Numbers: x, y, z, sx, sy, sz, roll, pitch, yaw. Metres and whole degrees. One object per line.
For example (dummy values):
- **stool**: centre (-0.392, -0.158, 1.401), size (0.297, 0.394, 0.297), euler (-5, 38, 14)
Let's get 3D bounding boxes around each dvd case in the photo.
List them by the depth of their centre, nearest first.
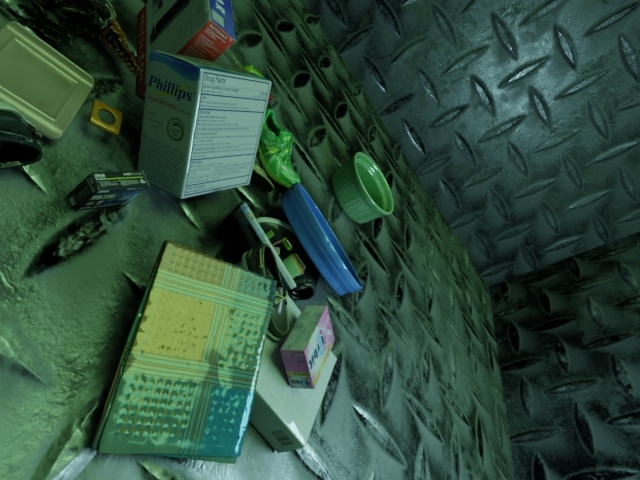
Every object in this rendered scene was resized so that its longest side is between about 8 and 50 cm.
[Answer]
- **dvd case**: centre (-0.159, 0.021, 1.118), size (0.022, 0.180, 0.253), euler (-33, 96, -19)

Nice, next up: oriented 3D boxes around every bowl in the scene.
- **bowl**: centre (0.000, 0.000, 1.323), size (0.391, 0.077, 0.391), euler (58, 5, -8)

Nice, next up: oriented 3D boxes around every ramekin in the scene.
- **ramekin**: centre (0.182, -0.222, 1.864), size (0.303, 0.148, 0.304), euler (38, 37, -36)

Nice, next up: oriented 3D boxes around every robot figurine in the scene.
- **robot figurine**: centre (-0.255, -0.604, 1.568), size (0.115, 0.067, 0.101), euler (23, 59, -48)

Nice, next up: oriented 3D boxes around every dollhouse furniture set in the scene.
- **dollhouse furniture set**: centre (-0.105, 0.043, 1.154), size (0.152, 0.076, 0.058), euler (56, -8, -4)

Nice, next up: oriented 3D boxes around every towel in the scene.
- **towel**: centre (-0.231, 0.212, 0.804), size (0.271, 0.040, 0.371), euler (26, 62, -32)

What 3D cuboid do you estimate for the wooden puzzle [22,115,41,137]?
- **wooden puzzle**: centre (-0.559, -0.218, 0.778), size (0.083, 0.049, 0.006), euler (40, 50, -35)

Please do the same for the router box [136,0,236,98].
- **router box**: centre (-0.369, -0.573, 1.121), size (0.082, 0.301, 0.336), euler (24, 46, -49)

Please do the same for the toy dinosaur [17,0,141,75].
- **toy dinosaur**: centre (-0.547, -0.544, 0.984), size (0.321, 0.164, 0.218), euler (30, 21, -12)

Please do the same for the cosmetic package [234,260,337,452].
- **cosmetic package**: centre (-0.131, 0.260, 1.015), size (0.377, 0.097, 0.284), euler (55, 32, -13)

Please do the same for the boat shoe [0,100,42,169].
- **boat shoe**: centre (-0.569, -0.126, 0.609), size (0.113, 0.127, 0.340), euler (47, 21, -3)

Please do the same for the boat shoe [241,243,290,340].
- **boat shoe**: centre (-0.118, 0.119, 0.989), size (0.081, 0.068, 0.228), euler (0, 65, -59)

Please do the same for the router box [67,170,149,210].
- **router box**: centre (-0.426, -0.102, 0.850), size (0.122, 0.092, 0.038), euler (-23, 85, -60)

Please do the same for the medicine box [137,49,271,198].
- **medicine box**: centre (-0.275, -0.274, 1.016), size (0.149, 0.290, 0.263), euler (24, 23, 19)

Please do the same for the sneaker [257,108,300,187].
- **sneaker**: centre (-0.147, -0.314, 1.441), size (0.296, 0.123, 0.109), euler (62, 29, -2)

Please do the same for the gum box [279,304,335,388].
- **gum box**: centre (-0.024, 0.245, 1.005), size (0.188, 0.062, 0.107), euler (-56, 137, -59)

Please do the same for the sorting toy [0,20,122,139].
- **sorting toy**: centre (-0.575, -0.311, 0.837), size (0.347, 0.047, 0.196), euler (36, 44, -35)

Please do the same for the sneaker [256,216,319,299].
- **sneaker**: centre (-0.095, 0.062, 1.227), size (0.296, 0.104, 0.147), euler (48, 27, -33)

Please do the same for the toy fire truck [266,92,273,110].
- **toy fire truck**: centre (-0.235, -0.499, 1.533), size (0.192, 0.047, 0.135), euler (-4, 69, -58)

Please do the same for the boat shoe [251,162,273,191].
- **boat shoe**: centre (-0.198, -0.213, 1.350), size (0.135, 0.050, 0.045), euler (45, 39, -29)
